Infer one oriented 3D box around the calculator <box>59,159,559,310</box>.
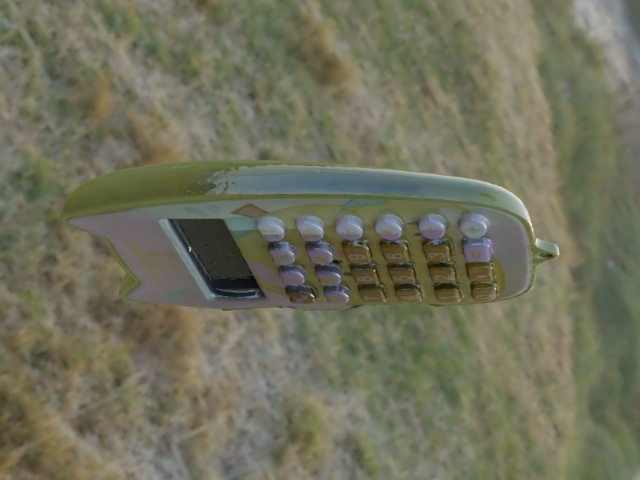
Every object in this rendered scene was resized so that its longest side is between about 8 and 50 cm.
[{"bbox_3d":[0.000,0.000,0.778,0.157,0.236,0.033,71,23,-65],"label":"calculator"}]
